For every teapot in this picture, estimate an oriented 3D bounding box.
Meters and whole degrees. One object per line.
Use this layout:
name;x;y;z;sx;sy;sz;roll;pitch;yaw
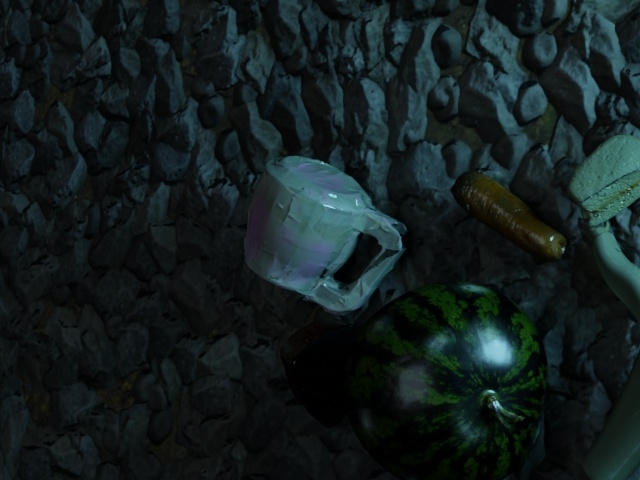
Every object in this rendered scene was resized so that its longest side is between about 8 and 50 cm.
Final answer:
teapot;-0.002;-0.006;2.189;0.163;0.221;0.178;-92;24;-67

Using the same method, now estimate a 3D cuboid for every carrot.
carrot;0.248;-0.030;2.018;0.186;0.060;0.060;39;106;31

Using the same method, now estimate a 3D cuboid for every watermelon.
watermelon;0.157;0.180;1.928;0.269;0.269;0.269;-10;74;39

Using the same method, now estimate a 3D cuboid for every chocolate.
chocolate;-0.006;0.178;2.159;0.080;0.125;0.149;25;102;57

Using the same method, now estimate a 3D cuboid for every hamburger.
hamburger;0.365;-0.085;1.927;0.121;0.054;0.084;-35;39;21

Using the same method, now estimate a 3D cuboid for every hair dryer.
hair dryer;0.375;0.150;1.864;0.298;0.119;0.296;32;106;56
